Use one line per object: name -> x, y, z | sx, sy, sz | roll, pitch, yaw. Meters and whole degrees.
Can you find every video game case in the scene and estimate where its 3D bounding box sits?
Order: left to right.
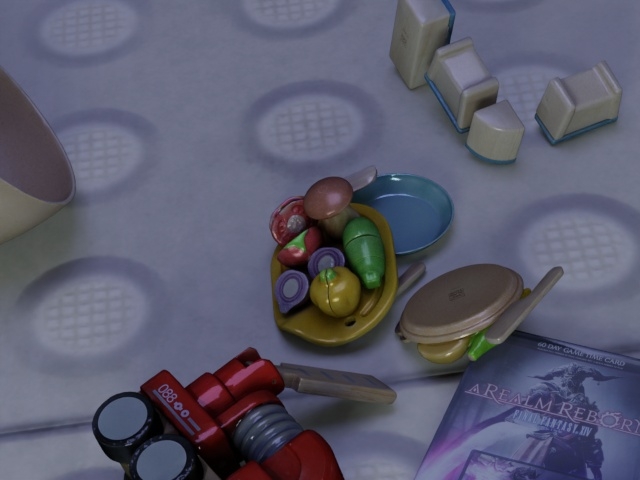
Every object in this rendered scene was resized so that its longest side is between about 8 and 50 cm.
video game case -> 0.192, 0.193, 1.506 | 0.196, 0.026, 0.274 | 13, 47, 20

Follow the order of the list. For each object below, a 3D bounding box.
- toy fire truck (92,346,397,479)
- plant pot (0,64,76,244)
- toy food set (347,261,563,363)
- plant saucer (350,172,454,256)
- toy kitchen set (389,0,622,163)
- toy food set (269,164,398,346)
toy fire truck -> -0.032, 0.178, 1.483 | 0.246, 0.158, 0.217 | -37, 49, -15
plant pot -> -0.410, -0.084, 1.735 | 0.191, 0.284, 0.284 | -41, 44, 12
toy food set -> 0.130, 0.068, 1.622 | 0.192, 0.038, 0.132 | 2, 35, 46
plant saucer -> 0.075, -0.021, 1.750 | 0.119, 0.021, 0.119 | -3, 44, 3
toy kitchen set -> 0.196, -0.181, 1.864 | 0.166, 0.122, 0.207 | -21, 65, -15
toy food set -> 0.000, 0.000, 1.677 | 0.128, 0.071, 0.218 | -19, 44, 12
